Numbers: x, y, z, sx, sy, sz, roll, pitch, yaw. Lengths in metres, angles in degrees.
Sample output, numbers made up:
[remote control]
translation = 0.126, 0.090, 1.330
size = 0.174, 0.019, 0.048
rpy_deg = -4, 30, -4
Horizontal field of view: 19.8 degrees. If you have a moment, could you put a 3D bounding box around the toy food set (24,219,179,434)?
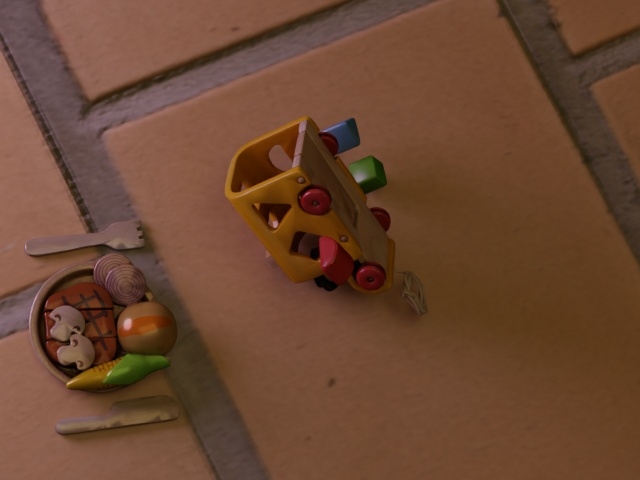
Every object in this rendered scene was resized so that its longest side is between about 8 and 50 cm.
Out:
[toy food set]
translation = -0.197, 0.075, 1.661
size = 0.132, 0.038, 0.192
rpy_deg = -9, 76, -19

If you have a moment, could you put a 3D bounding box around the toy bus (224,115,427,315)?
[toy bus]
translation = -0.006, -0.012, 1.711
size = 0.104, 0.191, 0.202
rpy_deg = -23, 76, 22
